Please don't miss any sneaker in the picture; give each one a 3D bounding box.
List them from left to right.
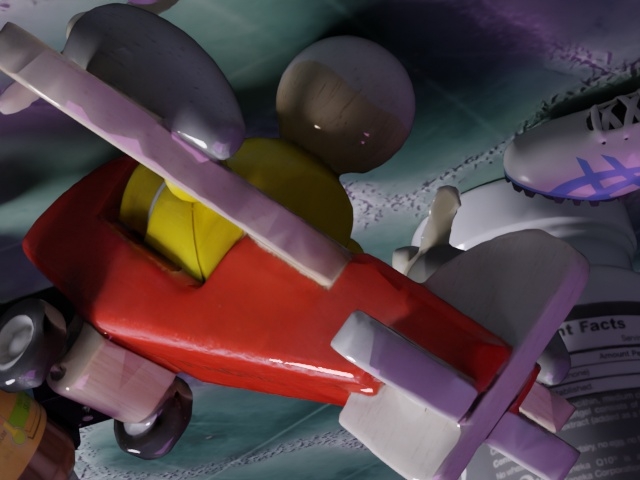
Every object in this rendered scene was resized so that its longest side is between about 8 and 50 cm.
[{"bbox_3d":[0.237,-0.085,1.198,0.237,0.085,0.086,-12,128,10],"label":"sneaker"}]

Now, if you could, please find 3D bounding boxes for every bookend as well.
[{"bbox_3d":[-0.165,0.092,1.389,0.156,0.072,0.157,-17,154,12],"label":"bookend"}]

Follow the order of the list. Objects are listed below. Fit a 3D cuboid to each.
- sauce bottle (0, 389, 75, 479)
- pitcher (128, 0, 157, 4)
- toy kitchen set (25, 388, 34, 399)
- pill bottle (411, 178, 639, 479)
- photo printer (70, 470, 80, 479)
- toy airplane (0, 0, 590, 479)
[{"bbox_3d":[-0.301,0.059,1.072,0.111,0.111,0.344,-29,117,33],"label":"sauce bottle"},{"bbox_3d":[-0.072,-0.205,0.788,0.178,0.125,0.207,27,149,-30],"label":"pitcher"},{"bbox_3d":[-0.250,0.100,1.201,0.122,0.166,0.207,-19,135,15],"label":"toy kitchen set"},{"bbox_3d":[0.187,0.147,1.306,0.210,0.363,0.210,-9,154,-5],"label":"pill bottle"},{"bbox_3d":[-0.328,0.200,1.345,0.307,0.256,0.107,13,115,-41],"label":"photo printer"},{"bbox_3d":[0.000,0.000,1.041,0.384,0.272,0.386,19,163,2],"label":"toy airplane"}]
